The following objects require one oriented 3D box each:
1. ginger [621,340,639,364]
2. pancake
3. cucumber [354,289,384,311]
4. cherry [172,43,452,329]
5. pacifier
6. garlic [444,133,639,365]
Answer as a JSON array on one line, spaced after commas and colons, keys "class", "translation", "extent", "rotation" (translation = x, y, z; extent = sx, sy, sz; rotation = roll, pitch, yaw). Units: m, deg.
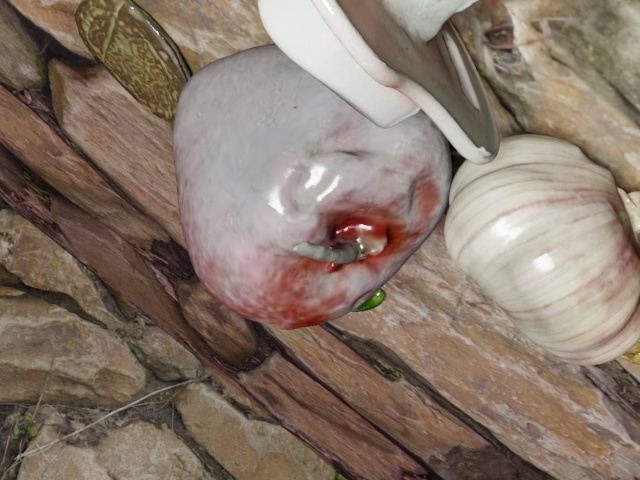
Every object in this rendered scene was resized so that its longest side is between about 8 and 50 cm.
[{"class": "ginger", "translation": [0.393, 0.109, 0.890], "extent": [0.176, 0.052, 0.193], "rotation": [2, 139, 45]}, {"class": "pancake", "translation": [-0.285, -0.277, 1.171], "extent": [0.250, 0.031, 0.250], "rotation": [31, 154, 17]}, {"class": "cucumber", "translation": [0.076, 0.112, 1.353], "extent": [0.037, 0.037, 0.155], "rotation": [43, 156, -11]}, {"class": "cherry", "translation": [-0.016, -0.080, 0.842], "extent": [0.326, 0.335, 0.291], "rotation": [-29, 153, 36]}, {"class": "pacifier", "translation": [0.076, -0.197, 0.592], "extent": [0.273, 0.220, 0.332], "rotation": [11, 169, 42]}, {"class": "garlic", "translation": [0.262, -0.014, 0.722], "extent": [0.253, 0.245, 0.245], "rotation": [-34, 109, 30]}]
